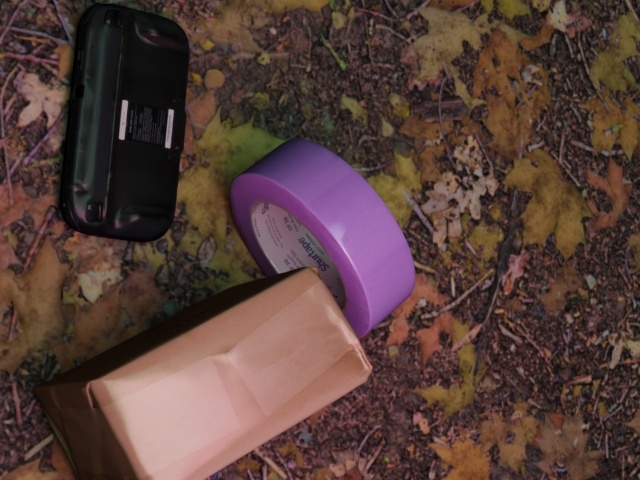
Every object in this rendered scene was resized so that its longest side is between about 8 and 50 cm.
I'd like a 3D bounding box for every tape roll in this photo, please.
[{"bbox_3d":[0.000,0.000,1.637,0.090,0.275,0.275,-39,104,-23],"label":"tape roll"}]

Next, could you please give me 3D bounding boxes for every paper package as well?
[{"bbox_3d":[-0.157,0.183,1.525,0.324,0.309,0.168,-28,95,-26],"label":"paper package"}]

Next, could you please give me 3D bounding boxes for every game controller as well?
[{"bbox_3d":[-0.262,-0.160,1.646,0.166,0.067,0.319,10,82,-41],"label":"game controller"}]

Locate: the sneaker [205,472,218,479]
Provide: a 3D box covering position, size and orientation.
[{"bbox_3d":[-0.173,0.341,1.595,0.083,0.087,0.221,31,41,-15],"label":"sneaker"}]
